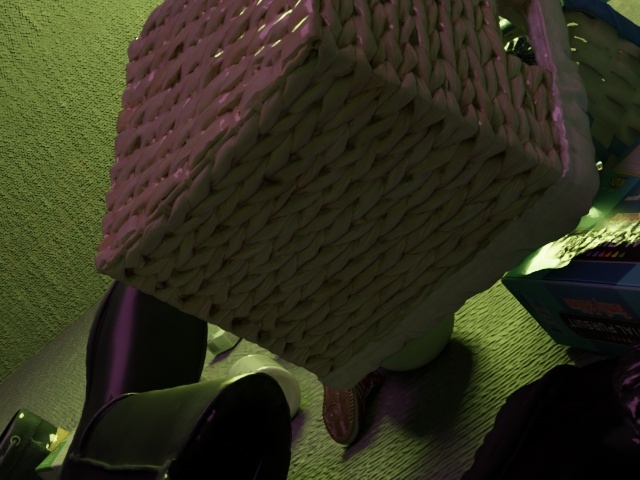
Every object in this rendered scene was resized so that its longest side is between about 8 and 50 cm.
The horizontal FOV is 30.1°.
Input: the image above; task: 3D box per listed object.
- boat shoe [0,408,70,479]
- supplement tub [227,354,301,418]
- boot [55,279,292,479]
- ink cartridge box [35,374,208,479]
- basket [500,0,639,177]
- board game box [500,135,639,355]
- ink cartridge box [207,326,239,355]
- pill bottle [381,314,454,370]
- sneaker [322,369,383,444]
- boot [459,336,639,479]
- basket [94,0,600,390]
[{"bbox_3d":[-0.570,0.456,1.808,0.500,0.156,0.187,-45,13,-5],"label":"boat shoe"},{"bbox_3d":[-0.066,0.170,1.350,0.071,0.071,0.107,-44,10,-7],"label":"supplement tub"},{"bbox_3d":[-0.155,0.168,1.256,0.445,0.146,0.367,157,126,-68],"label":"boot"},{"bbox_3d":[-0.269,0.262,1.647,0.219,0.092,0.160,-49,13,-30],"label":"ink cartridge box"},{"bbox_3d":[0.241,-0.148,1.145,0.255,0.201,0.289,-31,26,50],"label":"basket"},{"bbox_3d":[0.316,-0.056,0.856,0.336,0.079,0.254,-45,11,-10],"label":"board game box"},{"bbox_3d":[-0.127,0.124,1.843,0.063,0.029,0.115,-28,18,53],"label":"ink cartridge box"},{"bbox_3d":[0.061,0.068,1.206,0.103,0.103,0.184,-44,11,-6],"label":"pill bottle"},{"bbox_3d":[0.033,0.155,1.166,0.042,0.067,0.118,-35,43,25],"label":"sneaker"},{"bbox_3d":[0.185,0.109,0.546,0.260,0.131,0.348,-36,12,32],"label":"boot"},{"bbox_3d":[0.014,-0.114,0.997,0.331,0.266,0.328,-41,35,38],"label":"basket"}]
